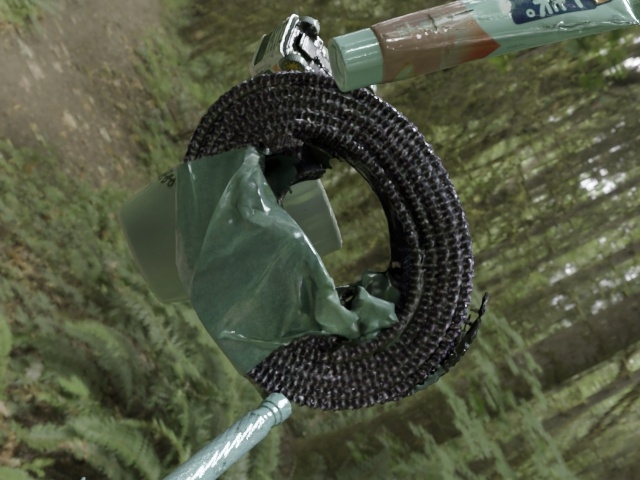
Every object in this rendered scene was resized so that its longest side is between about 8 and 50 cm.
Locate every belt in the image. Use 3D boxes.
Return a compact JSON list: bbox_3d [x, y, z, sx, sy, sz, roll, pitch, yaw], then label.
[{"bbox_3d":[0.000,0.000,0.760,0.325,0.260,0.122,64,-2,-2],"label":"belt"}]

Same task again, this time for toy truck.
[{"bbox_3d":[-0.008,-0.227,1.232,0.227,0.114,0.098,40,51,-35],"label":"toy truck"}]

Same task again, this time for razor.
[{"bbox_3d":[-0.091,0.173,0.593,0.068,0.106,0.232,42,35,14],"label":"razor"}]

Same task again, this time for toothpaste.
[{"bbox_3d":[0.106,-0.135,0.509,0.036,0.205,0.056,100,-28,-70],"label":"toothpaste"}]

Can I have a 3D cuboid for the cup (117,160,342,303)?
[{"bbox_3d":[-0.123,-0.040,1.035,0.258,0.234,0.186,-123,-171,-68],"label":"cup"}]
